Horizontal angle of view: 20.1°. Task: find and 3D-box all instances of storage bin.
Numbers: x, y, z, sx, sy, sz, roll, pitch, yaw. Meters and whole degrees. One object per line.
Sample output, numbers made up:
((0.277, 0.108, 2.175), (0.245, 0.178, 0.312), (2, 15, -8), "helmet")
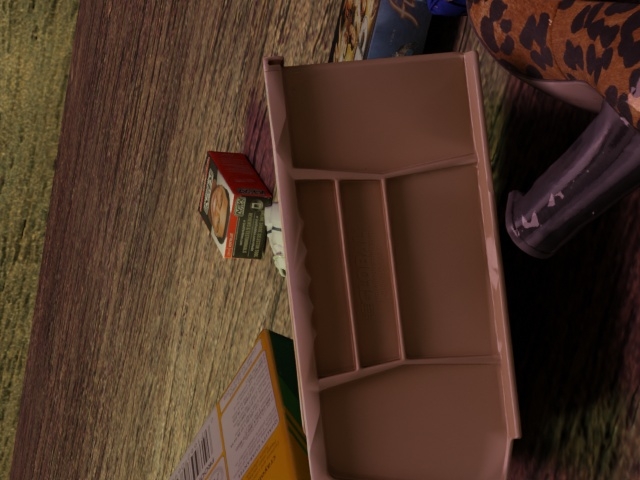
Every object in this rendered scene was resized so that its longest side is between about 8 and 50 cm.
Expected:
((0.038, 0.022, 1.123), (0.262, 0.123, 0.260), (173, 91, -88), "storage bin")

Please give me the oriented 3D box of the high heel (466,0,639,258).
((0.166, -0.138, 0.986), (0.186, 0.093, 0.261), (-43, 38, 46), "high heel")

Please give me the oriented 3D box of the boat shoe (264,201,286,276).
((0.000, 0.000, 1.524), (0.226, 0.083, 0.076), (180, 81, -85), "boat shoe")

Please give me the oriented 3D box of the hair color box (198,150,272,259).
((-0.090, -0.038, 1.872), (0.141, 0.043, 0.072), (-127, 44, -65), "hair color box")

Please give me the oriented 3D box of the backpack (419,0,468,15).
((0.093, -0.197, 1.183), (0.120, 0.098, 0.101), (142, 126, -68), "backpack")

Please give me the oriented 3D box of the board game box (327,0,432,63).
((0.045, -0.160, 1.395), (0.165, 0.042, 0.243), (-99, 19, -59), "board game box")

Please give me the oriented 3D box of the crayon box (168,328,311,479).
((-0.040, 0.245, 1.388), (0.203, 0.083, 0.323), (-58, 23, 23), "crayon box")
